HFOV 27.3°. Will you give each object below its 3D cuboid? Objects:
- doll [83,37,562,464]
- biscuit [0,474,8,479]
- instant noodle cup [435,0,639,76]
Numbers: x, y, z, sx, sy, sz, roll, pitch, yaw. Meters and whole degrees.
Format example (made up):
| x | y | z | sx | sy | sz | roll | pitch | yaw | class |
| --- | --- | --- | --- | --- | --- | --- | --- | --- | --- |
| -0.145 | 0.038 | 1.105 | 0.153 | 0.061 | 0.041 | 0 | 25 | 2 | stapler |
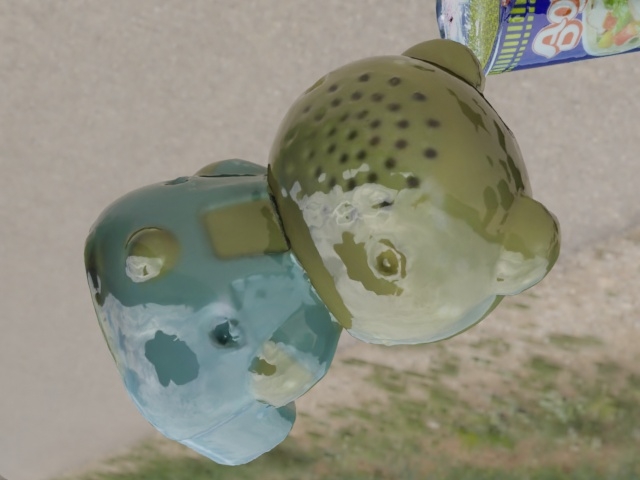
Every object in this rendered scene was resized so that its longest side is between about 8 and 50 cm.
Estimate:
| x | y | z | sx | sy | sz | roll | pitch | yaw | class |
| --- | --- | --- | --- | --- | --- | --- | --- | --- | --- |
| 0.000 | 0.000 | 0.773 | 0.260 | 0.177 | 0.161 | -27 | 145 | 12 | doll |
| -0.113 | 0.156 | 0.583 | 0.236 | 0.039 | 0.180 | 39 | 166 | 9 | biscuit |
| 0.343 | -0.353 | 1.789 | 0.312 | 0.284 | 0.284 | -4 | 169 | -13 | instant noodle cup |
